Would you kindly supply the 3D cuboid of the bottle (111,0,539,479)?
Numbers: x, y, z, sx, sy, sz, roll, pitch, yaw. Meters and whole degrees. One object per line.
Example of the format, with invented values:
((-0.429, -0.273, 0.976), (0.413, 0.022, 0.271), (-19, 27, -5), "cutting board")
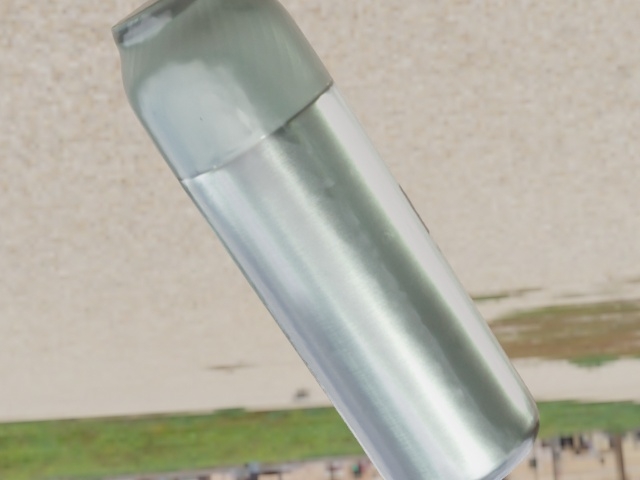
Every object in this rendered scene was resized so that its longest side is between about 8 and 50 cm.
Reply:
((0.000, 0.000, 0.660), (0.079, 0.253, 0.096), (-41, -164, -25), "bottle")
